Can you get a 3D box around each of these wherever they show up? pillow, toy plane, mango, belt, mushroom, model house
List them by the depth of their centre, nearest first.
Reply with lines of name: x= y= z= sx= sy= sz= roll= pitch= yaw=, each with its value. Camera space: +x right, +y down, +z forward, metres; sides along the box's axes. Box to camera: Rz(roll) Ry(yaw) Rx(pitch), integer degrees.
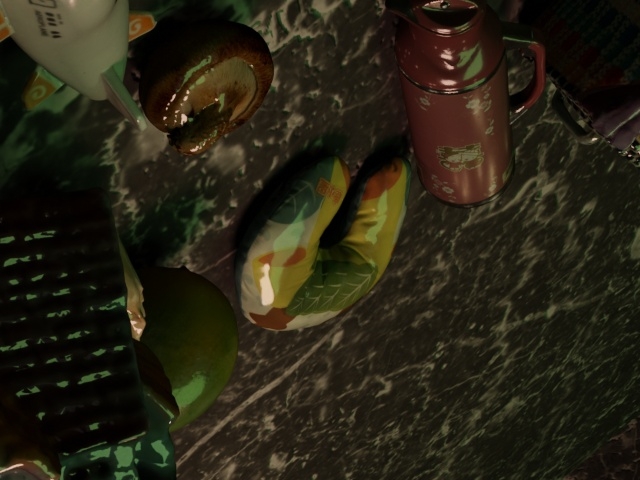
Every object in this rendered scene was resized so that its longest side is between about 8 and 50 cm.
toy plane: x=-0.178 y=-0.174 z=1.021 sx=0.245 sy=0.117 sz=0.244 roll=-32 pitch=152 yaw=-19
model house: x=-0.268 y=0.118 z=1.077 sx=0.360 sy=0.297 sz=0.339 roll=-8 pitch=112 yaw=-12
mushroom: x=-0.092 y=-0.131 z=1.233 sx=0.127 sy=0.087 sz=0.127 roll=-32 pitch=155 yaw=-17
mango: x=-0.192 y=0.126 z=1.403 sx=0.251 sy=0.156 sz=0.114 roll=-35 pitch=173 yaw=0
belt: x=0.324 y=-0.167 z=1.546 sx=0.207 sy=0.295 sz=0.160 roll=33 pitch=107 yaw=-29
pillow: x=0.000 y=0.000 z=1.575 sx=0.233 sy=0.086 sz=0.214 roll=1 pitch=119 yaw=-52

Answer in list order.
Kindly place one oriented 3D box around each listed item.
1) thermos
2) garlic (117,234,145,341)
thermos: x=0.148 y=-0.153 z=1.481 sx=0.109 sy=0.136 sz=0.330 roll=-61 pitch=159 yaw=-20
garlic: x=-0.253 y=0.082 z=1.284 sx=0.217 sy=0.110 sz=0.228 roll=-28 pitch=122 yaw=-6
